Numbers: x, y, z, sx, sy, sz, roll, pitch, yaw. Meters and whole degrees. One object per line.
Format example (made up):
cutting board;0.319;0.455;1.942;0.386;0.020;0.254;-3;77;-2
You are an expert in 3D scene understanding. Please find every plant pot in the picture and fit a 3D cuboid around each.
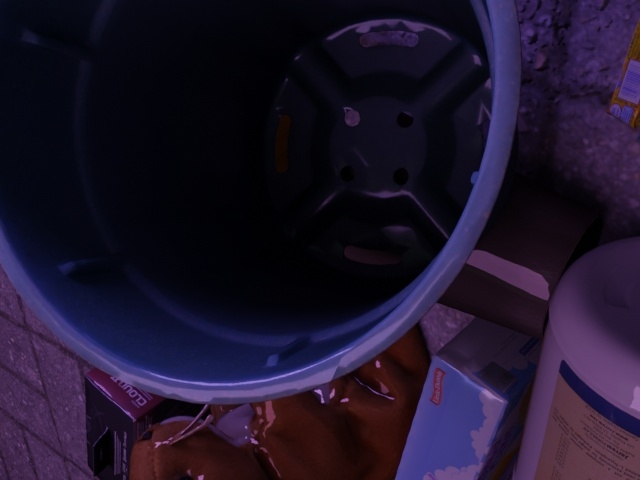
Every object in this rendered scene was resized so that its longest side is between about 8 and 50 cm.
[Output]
plant pot;-0.005;-0.081;0.593;0.340;0.334;0.342;0;90;21

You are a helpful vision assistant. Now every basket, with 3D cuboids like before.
basket;0.142;-0.006;0.799;0.226;0.154;0.204;26;144;26

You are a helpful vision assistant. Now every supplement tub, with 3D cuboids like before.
supplement tub;0.292;0.181;0.705;0.228;0.228;0.316;25;131;32

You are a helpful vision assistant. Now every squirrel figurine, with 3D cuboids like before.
squirrel figurine;-0.041;0.306;1.004;0.281;0.370;0.397;-9;108;47

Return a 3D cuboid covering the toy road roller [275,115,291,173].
toy road roller;-0.109;-0.194;0.896;0.240;0.202;0.330;32;140;9

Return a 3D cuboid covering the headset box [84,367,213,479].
headset box;-0.221;0.237;1.199;0.110;0.293;0.218;34;134;25

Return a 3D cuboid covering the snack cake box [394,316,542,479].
snack cake box;0.172;0.201;0.894;0.089;0.152;0.265;32;134;26

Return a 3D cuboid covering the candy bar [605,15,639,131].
candy bar;0.272;-0.164;0.665;0.040;0.018;0.162;33;135;31

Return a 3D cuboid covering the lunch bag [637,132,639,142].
lunch bag;0.336;-0.118;0.431;0.223;0.160;0.262;36;148;19
